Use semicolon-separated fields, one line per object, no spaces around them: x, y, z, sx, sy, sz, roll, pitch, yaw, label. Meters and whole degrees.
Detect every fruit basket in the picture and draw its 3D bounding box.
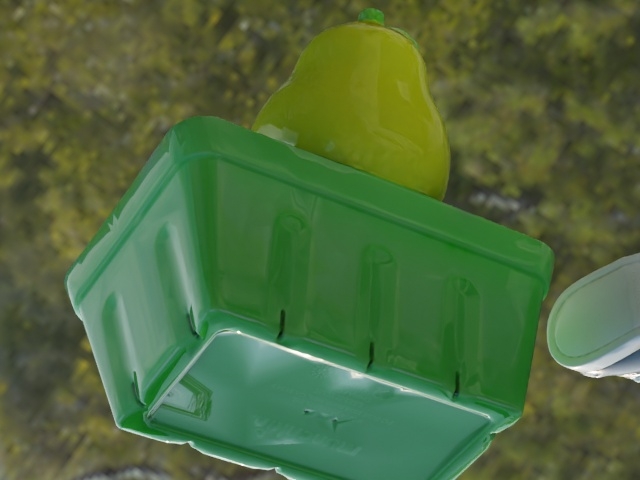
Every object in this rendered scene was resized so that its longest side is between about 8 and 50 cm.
0.000;0.000;1.601;0.392;0.392;0.283;36;128;-5;fruit basket

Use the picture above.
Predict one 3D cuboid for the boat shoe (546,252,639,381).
0.338;0.044;1.571;0.099;0.116;0.319;25;144;-38;boat shoe
